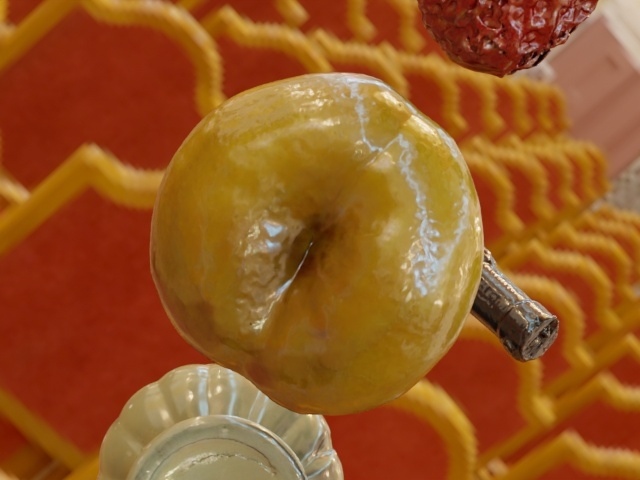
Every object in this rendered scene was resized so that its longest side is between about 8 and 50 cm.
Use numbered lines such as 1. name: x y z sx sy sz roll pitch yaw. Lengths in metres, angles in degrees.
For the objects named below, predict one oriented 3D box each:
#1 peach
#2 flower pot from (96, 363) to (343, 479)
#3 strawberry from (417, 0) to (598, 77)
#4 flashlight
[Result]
1. peach: 0.000 0.000 1.365 0.251 0.251 0.153 49 24 -1
2. flower pot: -0.122 0.297 2.189 0.307 0.307 0.244 49 0 -1
3. strawberry: 0.169 -0.246 1.747 0.234 0.178 0.234 18 -4 1
4. flashlight: 0.182 0.049 2.187 0.232 0.093 0.093 40 6 35
